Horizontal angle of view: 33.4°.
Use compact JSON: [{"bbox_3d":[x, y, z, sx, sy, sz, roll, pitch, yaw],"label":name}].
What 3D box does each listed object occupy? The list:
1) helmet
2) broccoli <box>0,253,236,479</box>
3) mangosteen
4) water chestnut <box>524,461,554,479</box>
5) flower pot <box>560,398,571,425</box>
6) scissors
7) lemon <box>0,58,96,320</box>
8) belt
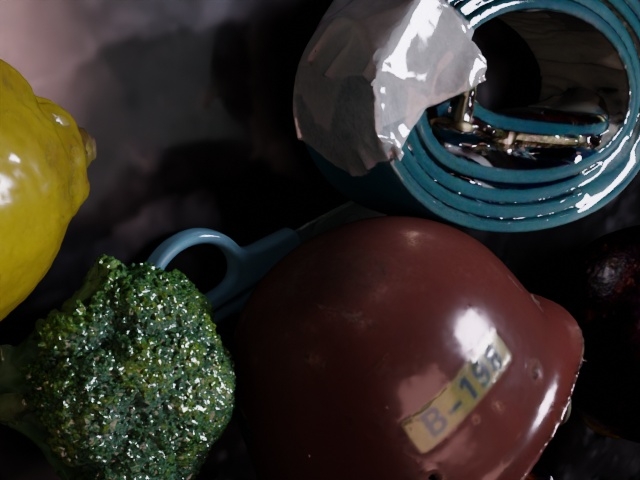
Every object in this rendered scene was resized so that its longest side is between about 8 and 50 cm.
[{"bbox_3d":[0.058,0.093,1.054,0.385,0.337,0.230,-39,118,-18],"label":"helmet"},{"bbox_3d":[-0.191,0.143,0.962,0.269,0.242,0.261,49,53,-54],"label":"broccoli"},{"bbox_3d":[0.447,0.126,1.411,0.313,0.297,0.297,23,93,-61],"label":"mangosteen"},{"bbox_3d":[0.221,0.470,1.376,0.347,0.335,0.335,-35,131,15],"label":"water chestnut"},{"bbox_3d":[0.157,0.174,1.273,0.203,0.212,0.212,-28,123,-12],"label":"flower pot"},{"bbox_3d":[0.000,0.000,1.180,0.447,0.029,0.192,-32,124,-26],"label":"scissors"},{"bbox_3d":[-0.333,-0.026,0.761,0.316,0.285,0.285,0,110,-4],"label":"lemon"},{"bbox_3d":[0.183,-0.166,1.161,0.436,0.173,0.300,-5,101,-39],"label":"belt"}]
